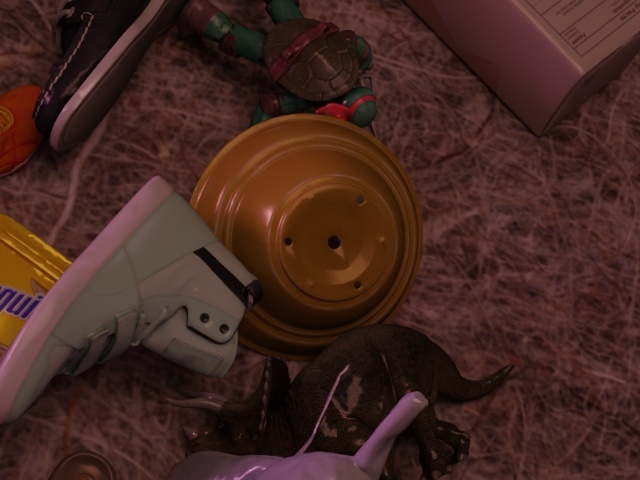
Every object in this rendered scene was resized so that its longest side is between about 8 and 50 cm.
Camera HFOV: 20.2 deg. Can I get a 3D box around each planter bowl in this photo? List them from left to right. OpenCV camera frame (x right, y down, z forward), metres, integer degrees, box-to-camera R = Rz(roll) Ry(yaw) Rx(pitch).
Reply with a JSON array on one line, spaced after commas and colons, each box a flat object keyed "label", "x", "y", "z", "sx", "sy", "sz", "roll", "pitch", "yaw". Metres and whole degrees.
[{"label": "planter bowl", "x": 0.000, "y": 0.000, "z": 1.525, "sx": 0.217, "sy": 0.090, "sz": 0.217, "roll": -1, "pitch": 94, "yaw": -17}]

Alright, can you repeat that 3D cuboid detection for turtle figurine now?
[{"label": "turtle figurine", "x": -0.015, "y": -0.157, "z": 1.653, "sx": 0.175, "sy": 0.118, "sz": 0.234, "roll": -34, "pitch": 71, "yaw": -30}]

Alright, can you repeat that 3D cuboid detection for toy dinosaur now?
[{"label": "toy dinosaur", "x": 0.046, "y": 0.135, "z": 1.506, "sx": 0.313, "sy": 0.121, "sz": 0.160, "roll": -23, "pitch": 85, "yaw": -23}]

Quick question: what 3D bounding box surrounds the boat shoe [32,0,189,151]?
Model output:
[{"label": "boat shoe", "x": -0.192, "y": -0.199, "z": 1.620, "sx": 0.091, "sy": 0.114, "sz": 0.302, "roll": 32, "pitch": 46, "yaw": -1}]

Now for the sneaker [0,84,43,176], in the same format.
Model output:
[{"label": "sneaker", "x": -0.294, "y": -0.082, "z": 1.542, "sx": 0.064, "sy": 0.067, "sz": 0.175, "roll": 40, "pitch": 56, "yaw": 8}]

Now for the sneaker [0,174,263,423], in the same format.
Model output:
[{"label": "sneaker", "x": -0.147, "y": 0.078, "z": 1.414, "sx": 0.151, "sy": 0.094, "sz": 0.256, "roll": 41, "pitch": 58, "yaw": -4}]

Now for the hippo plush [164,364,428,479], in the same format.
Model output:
[{"label": "hippo plush", "x": -0.005, "y": 0.279, "z": 1.391, "sx": 0.294, "sy": 0.234, "sz": 0.236, "roll": -48, "pitch": 115, "yaw": -14}]

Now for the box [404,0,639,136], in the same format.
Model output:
[{"label": "box", "x": 0.173, "y": -0.271, "z": 1.766, "sx": 0.148, "sy": 0.121, "sz": 0.311, "roll": -36, "pitch": 78, "yaw": -30}]

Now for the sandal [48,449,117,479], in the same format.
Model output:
[{"label": "sandal", "x": -0.202, "y": 0.239, "z": 1.404, "sx": 0.072, "sy": 0.049, "sz": 0.180, "roll": 25, "pitch": 55, "yaw": -11}]

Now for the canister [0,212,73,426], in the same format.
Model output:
[{"label": "canister", "x": -0.275, "y": 0.077, "z": 1.458, "sx": 0.126, "sy": 0.073, "sz": 0.170, "roll": 36, "pitch": 59, "yaw": 2}]
